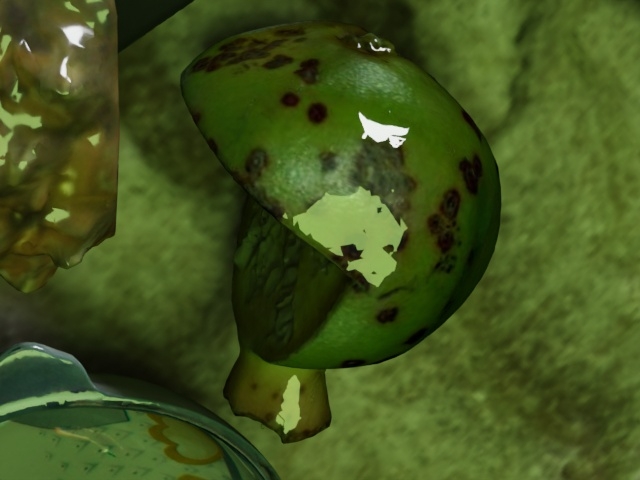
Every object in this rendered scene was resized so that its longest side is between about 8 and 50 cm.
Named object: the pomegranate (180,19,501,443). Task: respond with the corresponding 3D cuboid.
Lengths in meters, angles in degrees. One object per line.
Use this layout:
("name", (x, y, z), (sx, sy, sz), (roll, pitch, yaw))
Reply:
("pomegranate", (0.012, -0.005, 0.487), (0.122, 0.143, 0.169), (-14, 110, -15))

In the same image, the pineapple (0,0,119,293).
("pineapple", (-0.231, -0.052, 0.364), (0.340, 0.169, 0.169), (-5, 117, -7))

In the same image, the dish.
("dish", (-0.129, 0.133, 0.536), (0.227, 0.086, 0.236), (11, 111, -24))

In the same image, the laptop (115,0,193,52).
("laptop", (-0.068, -0.150, 0.431), (0.197, 0.016, 0.135), (-30, 122, 15))
